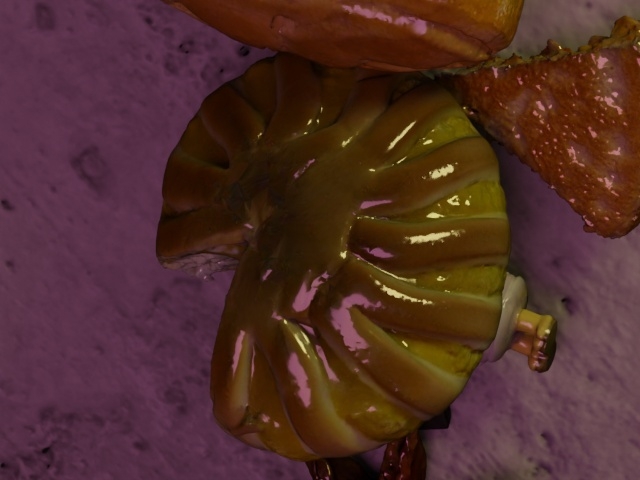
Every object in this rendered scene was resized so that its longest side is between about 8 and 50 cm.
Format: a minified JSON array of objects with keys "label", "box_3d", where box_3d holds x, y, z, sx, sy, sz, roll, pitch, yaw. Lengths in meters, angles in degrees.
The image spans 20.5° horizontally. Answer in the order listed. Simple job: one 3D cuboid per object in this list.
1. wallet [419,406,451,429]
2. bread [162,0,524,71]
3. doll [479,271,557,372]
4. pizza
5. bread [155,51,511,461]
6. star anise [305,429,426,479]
[{"label":"wallet","box_3d":[0.036,0.134,1.571,0.156,0.018,0.082,-5,110,22]},{"label":"bread","box_3d":[0.004,-0.299,1.296,0.328,0.148,0.337,13,98,15]},{"label":"doll","box_3d":[0.099,0.050,1.477,0.207,0.081,0.129,18,149,13]},{"label":"pizza","box_3d":[0.186,-0.105,1.397,0.199,0.062,0.188,22,125,19]},{"label":"bread","box_3d":[0.000,0.000,1.387,0.333,0.160,0.333,-6,77,29]},{"label":"star anise","box_3d":[0.069,0.275,1.580,0.288,0.088,0.288,7,114,15]}]
